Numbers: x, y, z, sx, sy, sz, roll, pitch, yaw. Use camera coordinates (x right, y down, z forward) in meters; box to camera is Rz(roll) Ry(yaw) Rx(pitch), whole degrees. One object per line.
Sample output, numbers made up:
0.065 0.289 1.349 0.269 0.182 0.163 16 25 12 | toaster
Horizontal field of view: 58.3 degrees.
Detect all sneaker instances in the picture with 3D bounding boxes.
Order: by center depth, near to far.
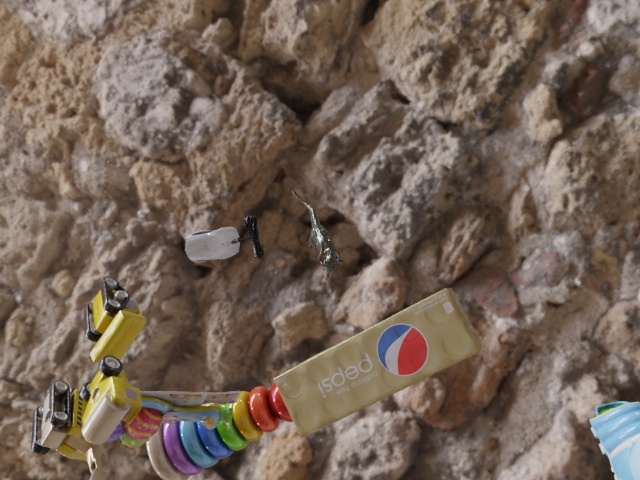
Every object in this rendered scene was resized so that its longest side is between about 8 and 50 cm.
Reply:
0.554 0.406 1.001 0.127 0.208 0.319 -12 -53 -6 | sneaker

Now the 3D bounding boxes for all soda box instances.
0.052 0.111 0.526 0.181 0.061 0.058 -30 -12 12 | soda box

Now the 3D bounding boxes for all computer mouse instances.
-0.203 0.007 1.254 0.193 0.042 0.106 -14 -77 -43 | computer mouse

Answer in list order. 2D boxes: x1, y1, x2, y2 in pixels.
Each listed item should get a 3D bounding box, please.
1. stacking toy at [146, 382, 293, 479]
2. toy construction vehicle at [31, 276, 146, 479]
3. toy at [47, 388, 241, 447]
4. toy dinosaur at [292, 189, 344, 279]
-0.166 0.348 1.121 0.330 0.141 0.141 -26 -13 8 | stacking toy
-0.115 0.080 0.302 0.035 0.098 0.086 28 -78 -34 | toy construction vehicle
-0.235 0.244 0.771 0.137 0.237 0.056 118 149 -52 | toy
0.000 0.000 1.362 0.064 0.268 0.118 -24 -39 -3 | toy dinosaur
